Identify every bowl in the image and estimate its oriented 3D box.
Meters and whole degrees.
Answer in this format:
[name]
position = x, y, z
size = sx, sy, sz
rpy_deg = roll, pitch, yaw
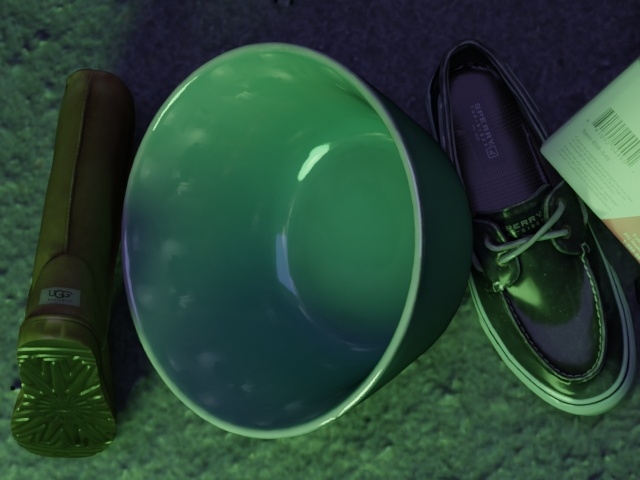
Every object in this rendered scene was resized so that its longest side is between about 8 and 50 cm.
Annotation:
[bowl]
position = 0.000, 0.000, 1.283
size = 0.311, 0.163, 0.311
rpy_deg = 0, 90, 38

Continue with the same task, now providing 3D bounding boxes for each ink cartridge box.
[ink cartridge box]
position = 0.308, -0.092, 1.228
size = 0.158, 0.092, 0.218
rpy_deg = 49, 127, 3

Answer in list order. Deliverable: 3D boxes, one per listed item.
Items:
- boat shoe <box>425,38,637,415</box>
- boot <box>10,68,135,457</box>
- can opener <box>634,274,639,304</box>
[boat shoe]
position = 0.162, -0.012, 1.308
size = 0.121, 0.119, 0.335
rpy_deg = -25, 74, 5
[boot]
position = -0.206, 0.027, 1.370
size = 0.089, 0.236, 0.269
rpy_deg = 8, 54, -8
[can opener]
position = 0.355, 0.036, 1.291
size = 0.186, 0.059, 0.073
rpy_deg = -14, 75, 8
